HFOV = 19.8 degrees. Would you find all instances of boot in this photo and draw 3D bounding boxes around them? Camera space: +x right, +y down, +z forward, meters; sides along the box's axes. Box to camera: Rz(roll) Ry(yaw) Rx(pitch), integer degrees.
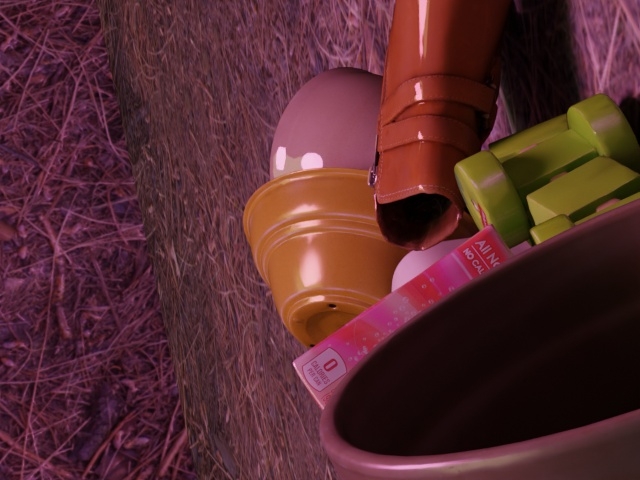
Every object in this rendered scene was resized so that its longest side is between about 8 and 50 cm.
[{"bbox_3d":[0.081,-0.134,1.276,0.283,0.109,0.220,104,179,-67],"label":"boot"}]

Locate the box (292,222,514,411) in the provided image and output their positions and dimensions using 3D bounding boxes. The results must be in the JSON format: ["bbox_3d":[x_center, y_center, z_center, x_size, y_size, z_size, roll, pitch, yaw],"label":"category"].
[{"bbox_3d":[0.134,0.160,1.107,0.300,0.154,0.142,55,179,15],"label":"box"}]

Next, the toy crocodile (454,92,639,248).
[{"bbox_3d":[0.177,-0.005,1.149,0.105,0.115,0.340,65,175,-25],"label":"toy crocodile"}]

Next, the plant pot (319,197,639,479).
[{"bbox_3d":[0.203,0.141,0.857,0.280,0.323,0.323,64,168,-11],"label":"plant pot"}]

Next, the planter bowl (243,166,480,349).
[{"bbox_3d":[0.031,0.040,1.495,0.217,0.217,0.090,104,-178,-58],"label":"planter bowl"}]

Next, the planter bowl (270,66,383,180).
[{"bbox_3d":[0.053,-0.061,1.544,0.109,0.162,0.162,12,114,45],"label":"planter bowl"}]

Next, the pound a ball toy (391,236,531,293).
[{"bbox_3d":[0.146,0.161,1.333,0.319,0.135,0.208,-122,26,-57],"label":"pound a ball toy"}]
